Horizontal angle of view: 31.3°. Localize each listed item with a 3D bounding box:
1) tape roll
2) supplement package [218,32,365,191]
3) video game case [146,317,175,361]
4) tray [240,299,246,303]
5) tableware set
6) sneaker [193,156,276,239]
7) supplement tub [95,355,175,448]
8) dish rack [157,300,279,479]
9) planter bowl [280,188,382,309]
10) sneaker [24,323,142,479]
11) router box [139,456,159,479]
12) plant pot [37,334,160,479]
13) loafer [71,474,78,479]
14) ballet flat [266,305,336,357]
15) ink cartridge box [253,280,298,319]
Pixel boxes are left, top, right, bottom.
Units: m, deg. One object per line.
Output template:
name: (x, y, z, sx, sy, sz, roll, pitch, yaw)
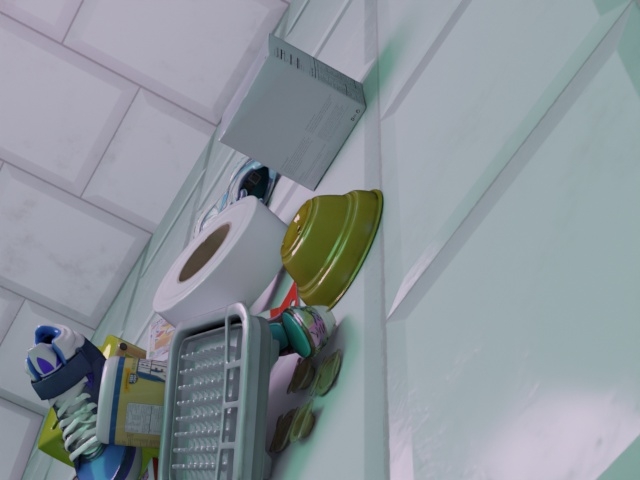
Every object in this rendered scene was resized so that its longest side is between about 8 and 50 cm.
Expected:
tape roll: (-0.181, 0.051, 2.114, 0.286, 0.100, 0.286, -43, 18, 17)
supplement package: (-0.054, -0.239, 2.117, 0.194, 0.203, 0.149, -57, 15, 21)
video game case: (-0.245, 0.166, 2.222, 0.206, 0.026, 0.227, -29, 19, 3)
tray: (-0.208, 0.222, 1.994, 0.145, 0.030, 0.270, -25, -28, -39)
tableware set: (-0.024, 0.218, 1.556, 0.168, 0.020, 0.141, -32, 33, 65)
sneaker: (-0.182, -0.066, 2.460, 0.283, 0.110, 0.122, -65, 18, -8)
supplement tub: (-0.261, 0.270, 1.877, 0.144, 0.199, 0.144, -173, 90, -83)
dish rack: (-0.148, 0.247, 1.669, 0.333, 0.072, 0.286, -20, 64, 61)
planter bowl: (0.000, 0.000, 1.724, 0.217, 0.090, 0.217, -56, 16, 26)
sneaker: (-0.430, 0.284, 1.963, 0.130, 0.236, 0.323, -32, 39, 11)
router box: (-0.302, 0.554, 1.808, 0.335, 0.082, 0.301, -62, 14, 5)
plant pot: (-0.393, 0.332, 2.265, 0.207, 0.227, 0.228, -38, 29, 46)
loafer: (-0.547, 0.589, 2.573, 0.268, 0.096, 0.084, -60, 26, 20)
ballet flat: (-0.024, 0.126, 1.618, 0.077, 0.079, 0.221, 71, 160, 2)
ink cartridge box: (-0.097, 0.157, 1.881, 0.179, 0.045, 0.145, -61, 15, 20)
